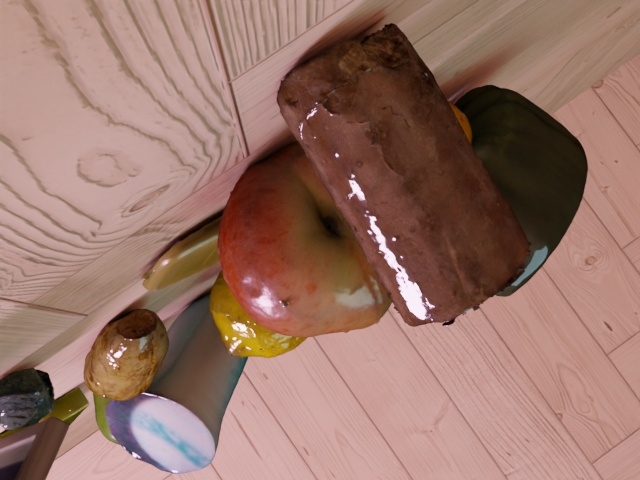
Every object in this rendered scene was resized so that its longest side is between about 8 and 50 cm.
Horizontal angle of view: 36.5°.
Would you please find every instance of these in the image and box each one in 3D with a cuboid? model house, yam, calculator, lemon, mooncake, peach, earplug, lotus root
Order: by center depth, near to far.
[{"bbox_3d":[0.065,-0.056,0.802,0.129,0.238,0.128,-33,-170,0],"label":"yam"},{"bbox_3d":[0.000,0.000,1.003,0.232,0.232,0.232,-35,175,-4],"label":"peach"},{"bbox_3d":[-0.114,-0.004,1.167,0.236,0.033,0.157,-30,174,-31],"label":"calculator"},{"bbox_3d":[-0.369,0.187,1.204,0.079,0.066,0.083,-21,152,-24],"label":"model house"},{"bbox_3d":[-0.277,0.168,1.377,0.110,0.097,0.258,-29,169,-28],"label":"lotus root"},{"bbox_3d":[0.219,-0.067,1.418,0.351,0.187,0.351,-52,-167,18],"label":"mooncake"},{"bbox_3d":[-0.077,0.088,1.500,0.193,0.180,0.180,-36,175,13],"label":"lemon"},{"bbox_3d":[-0.206,0.204,1.621,0.185,0.185,0.324,-39,-163,39],"label":"earplug"}]

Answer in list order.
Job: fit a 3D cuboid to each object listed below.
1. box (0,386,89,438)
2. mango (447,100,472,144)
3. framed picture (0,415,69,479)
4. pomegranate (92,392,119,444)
[{"bbox_3d":[-0.543,0.371,1.793,0.173,0.043,0.311,-31,173,-35],"label":"box"},{"bbox_3d":[0.107,-0.105,1.261,0.176,0.119,0.317,-39,-176,-10],"label":"mango"},{"bbox_3d":[-0.483,0.406,1.212,0.446,0.028,0.326,-27,-144,45],"label":"framed picture"},{"bbox_3d":[-0.321,0.269,1.696,0.187,0.187,0.225,-35,147,-3],"label":"pomegranate"}]
